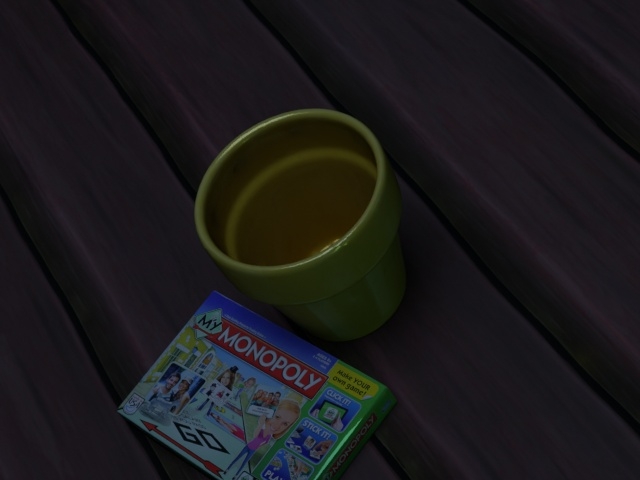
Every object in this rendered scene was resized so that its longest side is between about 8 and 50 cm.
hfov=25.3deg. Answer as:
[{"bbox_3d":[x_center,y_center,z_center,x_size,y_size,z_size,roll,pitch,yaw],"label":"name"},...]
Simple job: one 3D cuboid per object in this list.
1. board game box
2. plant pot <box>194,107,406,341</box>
[{"bbox_3d":[-0.087,0.213,1.839,0.317,0.046,0.213,26,70,36],"label":"board game box"},{"bbox_3d":[0.000,0.000,1.829,0.254,0.239,0.254,-13,52,17],"label":"plant pot"}]
